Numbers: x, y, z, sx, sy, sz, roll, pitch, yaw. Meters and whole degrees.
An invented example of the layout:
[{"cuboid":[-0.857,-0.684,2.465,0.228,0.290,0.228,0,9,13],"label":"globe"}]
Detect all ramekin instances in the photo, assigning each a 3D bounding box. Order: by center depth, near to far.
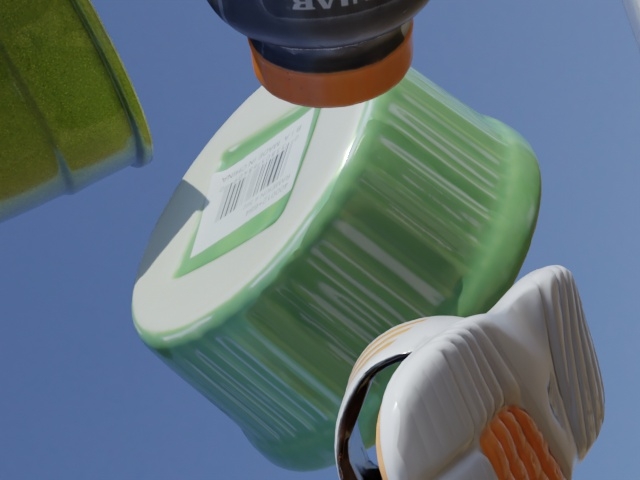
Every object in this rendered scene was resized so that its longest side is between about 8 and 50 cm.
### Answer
[{"cuboid":[0.000,0.000,1.275,0.148,0.303,0.303,37,-122,-22],"label":"ramekin"}]

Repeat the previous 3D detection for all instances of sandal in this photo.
[{"cuboid":[0.055,0.076,0.698,0.265,0.076,0.102,-26,-81,-69],"label":"sandal"}]

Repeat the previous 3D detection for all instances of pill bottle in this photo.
[{"cuboid":[-0.003,-0.185,0.865,0.246,0.130,0.130,83,-151,-42],"label":"pill bottle"}]

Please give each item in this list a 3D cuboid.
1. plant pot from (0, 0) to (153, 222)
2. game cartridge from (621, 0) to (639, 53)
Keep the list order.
[{"cuboid":[-0.380,-0.126,1.397,0.353,0.366,0.366,-33,-45,-13],"label":"plant pot"},{"cuboid":[0.269,-0.117,0.705,0.196,0.294,0.060,-84,-19,-63],"label":"game cartridge"}]
